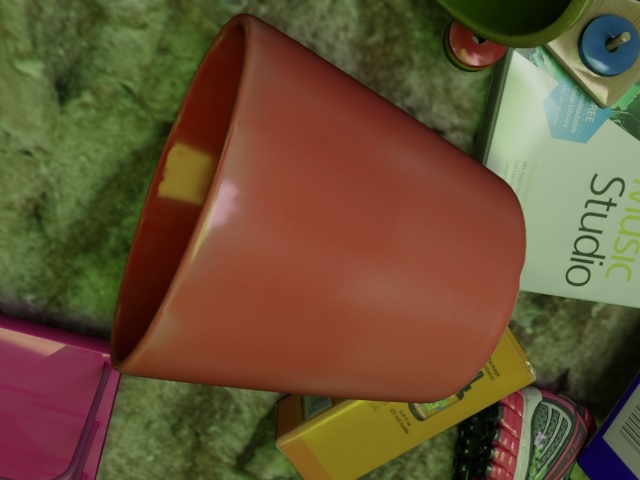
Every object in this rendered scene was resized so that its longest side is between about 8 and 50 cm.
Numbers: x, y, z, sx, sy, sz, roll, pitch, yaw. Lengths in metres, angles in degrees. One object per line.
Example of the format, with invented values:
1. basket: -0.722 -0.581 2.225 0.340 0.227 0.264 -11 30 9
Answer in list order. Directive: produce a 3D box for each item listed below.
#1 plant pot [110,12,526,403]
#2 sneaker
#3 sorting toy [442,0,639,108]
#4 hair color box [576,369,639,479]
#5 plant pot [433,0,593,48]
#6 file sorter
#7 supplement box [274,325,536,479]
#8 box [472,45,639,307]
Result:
1. plant pot: 0.000 0.000 0.618 0.243 0.275 0.275 19 107 -20
2. sneaker: 0.180 0.284 0.780 0.112 0.121 0.299 9 107 -9
3. sorting toy: 0.231 -0.200 0.615 0.274 0.046 0.132 -44 93 -3
4. hair color box: 0.424 0.198 0.730 0.339 0.110 0.185 22 107 -21
5. plant pot: 0.191 -0.360 0.470 0.353 0.366 0.366 -31 107 -5
6. file sorter: -0.309 0.229 0.689 0.202 0.182 0.290 16 117 -8
7. supplement box: 0.074 0.139 0.751 0.233 0.080 0.078 -30 108 10
8. box: 0.292 -0.055 0.702 0.322 0.058 0.232 8 108 -5
